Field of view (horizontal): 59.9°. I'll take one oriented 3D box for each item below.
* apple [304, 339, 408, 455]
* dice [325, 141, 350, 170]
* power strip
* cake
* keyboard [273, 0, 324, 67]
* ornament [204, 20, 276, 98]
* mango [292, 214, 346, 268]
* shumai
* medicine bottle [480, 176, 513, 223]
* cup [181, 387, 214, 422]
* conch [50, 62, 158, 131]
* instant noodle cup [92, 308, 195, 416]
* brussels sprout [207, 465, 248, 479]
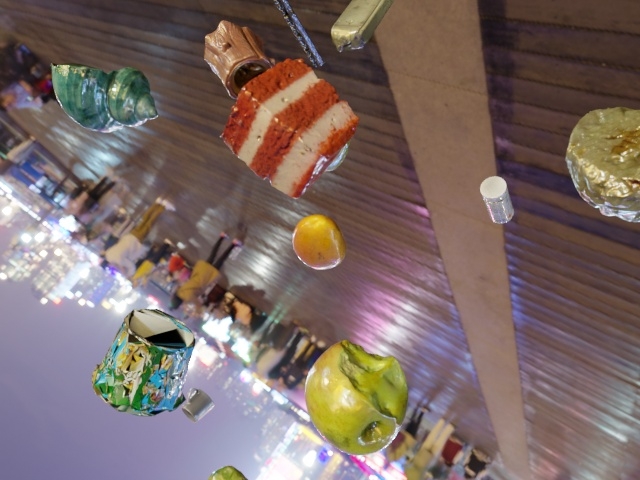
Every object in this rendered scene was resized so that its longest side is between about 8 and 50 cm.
[{"bbox_3d":[0.088,0.365,1.288,0.246,0.246,0.226,43,-173,-20],"label":"apple"},{"bbox_3d":[-0.032,-0.408,2.163,0.238,0.233,0.227,3,-156,-25],"label":"dice"},{"bbox_3d":[0.125,-0.600,1.444,0.092,0.387,0.066,12,143,25],"label":"power strip"},{"bbox_3d":[-0.088,-0.337,1.704,0.319,0.270,0.269,43,144,2],"label":"cake"},{"bbox_3d":[-0.084,-0.542,1.306,0.317,0.027,0.106,49,-172,-47],"label":"keyboard"},{"bbox_3d":[-0.261,-0.596,1.891,0.235,0.221,0.218,95,153,-46],"label":"ornament"},{"bbox_3d":[-0.004,0.005,1.406,0.141,0.102,0.217,40,155,12],"label":"mango"},{"bbox_3d":[0.612,-0.131,1.124,0.189,0.256,0.218,2,143,36],"label":"shumai"},{"bbox_3d":[0.602,-0.135,1.889,0.086,0.086,0.183,26,168,35],"label":"medicine bottle"},{"bbox_3d":[-0.400,0.523,1.780,0.078,0.077,0.100,4,127,44],"label":"cup"},{"bbox_3d":[-0.453,-0.306,1.201,0.202,0.134,0.196,-3,-177,2],"label":"conch"},{"bbox_3d":[-0.424,0.293,1.379,0.240,0.178,0.240,24,-167,-6],"label":"instant noodle cup"},{"bbox_3d":[-0.330,0.847,1.908,0.122,0.151,0.149,44,144,21],"label":"brussels sprout"}]
